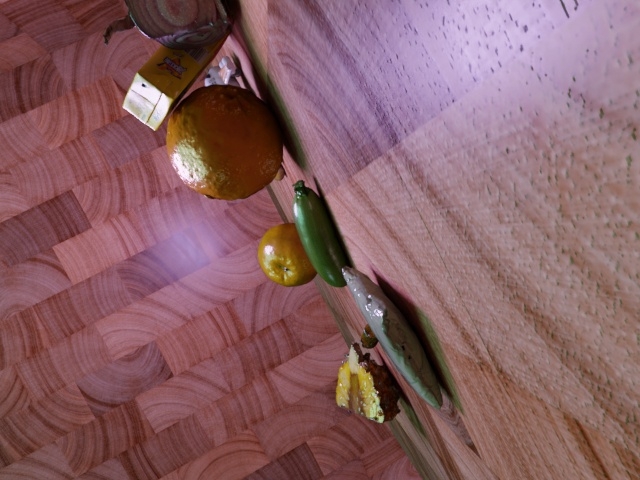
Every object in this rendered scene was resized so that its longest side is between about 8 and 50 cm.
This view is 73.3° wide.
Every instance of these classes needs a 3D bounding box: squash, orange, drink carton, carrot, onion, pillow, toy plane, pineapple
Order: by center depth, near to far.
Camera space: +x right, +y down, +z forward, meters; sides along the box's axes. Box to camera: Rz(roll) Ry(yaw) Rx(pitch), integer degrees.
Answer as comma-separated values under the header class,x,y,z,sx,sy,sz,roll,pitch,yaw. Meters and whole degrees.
class,x,y,z,sx,sy,sz,roll,pitch,yaw
pillow,0.162,0.205,0.972,0.280,0.076,0.274,58,178,-19
onion,-0.335,-0.579,1.001,0.230,0.273,0.256,-102,19,-61
drink carton,-0.389,-0.477,1.183,0.111,0.351,0.155,35,143,-21
orange,-0.272,-0.293,1.252,0.340,0.341,0.293,59,147,31
squash,0.000,0.000,1.260,0.107,0.107,0.395,53,168,56
carrot,0.168,0.324,1.454,0.069,0.069,0.228,60,172,21
toy plane,-0.327,-0.505,1.482,0.245,0.117,0.244,38,138,45
pineapple,0.218,0.548,1.737,0.344,0.209,0.286,-12,78,59
orange,-0.120,0.053,1.773,0.279,0.279,0.235,65,-154,-24

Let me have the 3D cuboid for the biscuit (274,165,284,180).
class,x,y,z,sx,sy,sz,roll,pitch,yaw
biscuit,-0.261,-0.360,1.673,0.291,0.062,0.237,41,168,8
